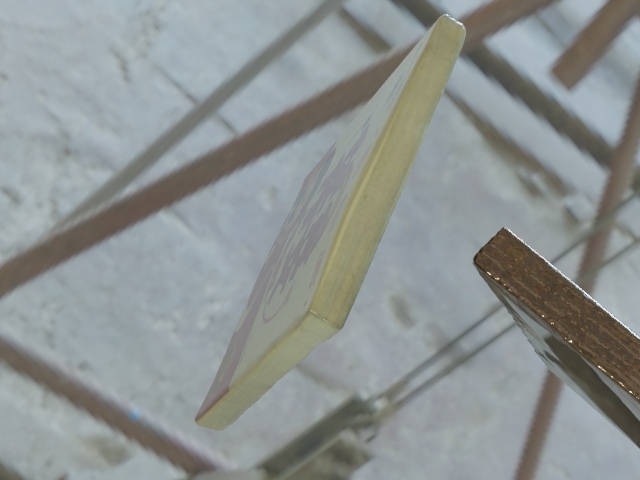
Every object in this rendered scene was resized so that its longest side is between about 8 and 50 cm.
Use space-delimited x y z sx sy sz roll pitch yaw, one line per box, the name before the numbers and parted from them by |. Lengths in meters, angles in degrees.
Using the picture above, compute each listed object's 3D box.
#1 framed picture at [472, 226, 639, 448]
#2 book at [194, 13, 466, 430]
framed picture | 0.148 0.074 0.846 0.168 0.023 0.128 42 -4 36
book | 0.000 0.000 0.933 0.022 0.232 0.162 26 68 -7
